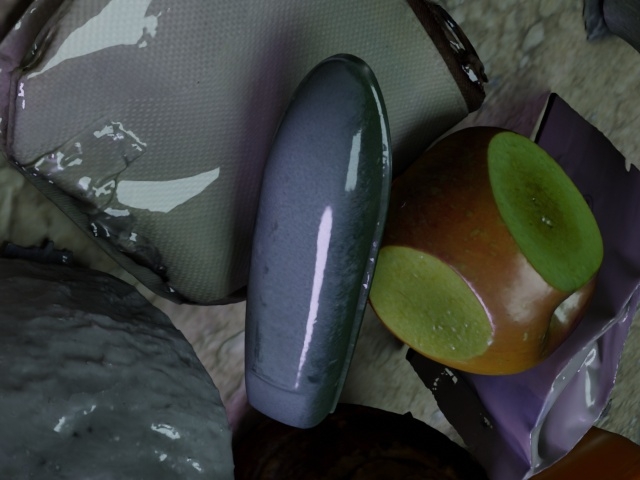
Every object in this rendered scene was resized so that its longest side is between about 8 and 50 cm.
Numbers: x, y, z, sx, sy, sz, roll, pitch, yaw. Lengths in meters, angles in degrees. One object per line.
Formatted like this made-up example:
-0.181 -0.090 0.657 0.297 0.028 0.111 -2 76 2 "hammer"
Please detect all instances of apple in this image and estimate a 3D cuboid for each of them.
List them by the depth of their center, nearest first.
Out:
0.112 0.009 0.994 0.146 0.147 0.163 -40 167 -40 "apple"

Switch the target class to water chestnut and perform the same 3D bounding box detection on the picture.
0.017 0.231 1.145 0.224 0.238 0.223 1 88 -22 "water chestnut"

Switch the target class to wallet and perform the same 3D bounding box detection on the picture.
-0.038 -0.099 0.891 0.275 0.068 0.335 -47 141 -6 "wallet"

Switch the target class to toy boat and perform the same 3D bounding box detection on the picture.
0.000 0.000 0.896 0.085 0.078 0.260 -50 156 -46 "toy boat"

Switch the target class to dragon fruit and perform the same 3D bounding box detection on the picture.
-0.193 0.162 0.848 0.221 0.204 0.283 14 111 -51 "dragon fruit"

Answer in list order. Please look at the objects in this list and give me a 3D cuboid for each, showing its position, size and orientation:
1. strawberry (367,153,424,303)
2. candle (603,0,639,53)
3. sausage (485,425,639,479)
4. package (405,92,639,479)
0.034 -0.010 1.070 0.152 0.048 0.104 -44 141 -35 "strawberry"
0.288 -0.226 1.115 0.192 0.068 0.168 -45 148 -8 "candle"
0.181 0.329 1.390 0.287 0.233 0.233 -23 138 -31 "sausage"
0.162 0.038 1.119 0.062 0.204 0.251 17 110 -28 "package"
